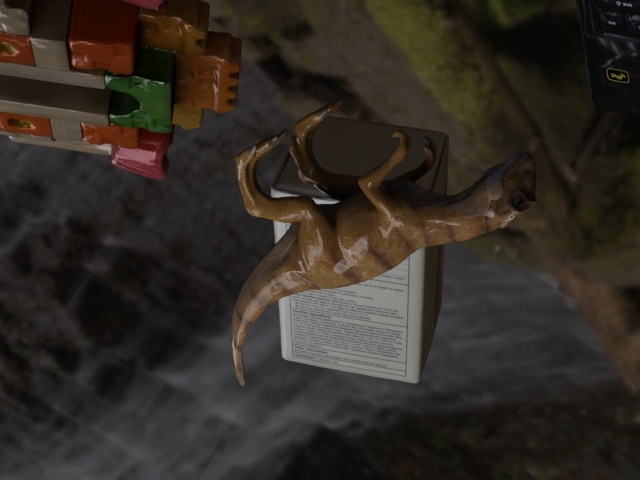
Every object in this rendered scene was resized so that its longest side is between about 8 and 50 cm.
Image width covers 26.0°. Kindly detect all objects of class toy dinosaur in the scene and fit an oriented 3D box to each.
[{"bbox_3d":[0.000,0.000,0.669,0.112,0.211,0.064,61,-149,-5],"label":"toy dinosaur"}]

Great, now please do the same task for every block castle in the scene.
[{"bbox_3d":[-0.159,-0.254,1.186,0.213,0.303,0.453,9,162,-4],"label":"block castle"}]

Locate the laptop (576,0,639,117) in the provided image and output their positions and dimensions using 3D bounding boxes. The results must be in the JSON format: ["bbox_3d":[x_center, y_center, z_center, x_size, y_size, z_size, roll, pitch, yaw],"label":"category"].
[{"bbox_3d":[0.181,-0.057,0.509,0.234,0.136,0.264,15,156,24],"label":"laptop"}]

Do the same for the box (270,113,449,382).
[{"bbox_3d":[0.042,0.009,1.367,0.149,0.127,0.232,10,133,12],"label":"box"}]
